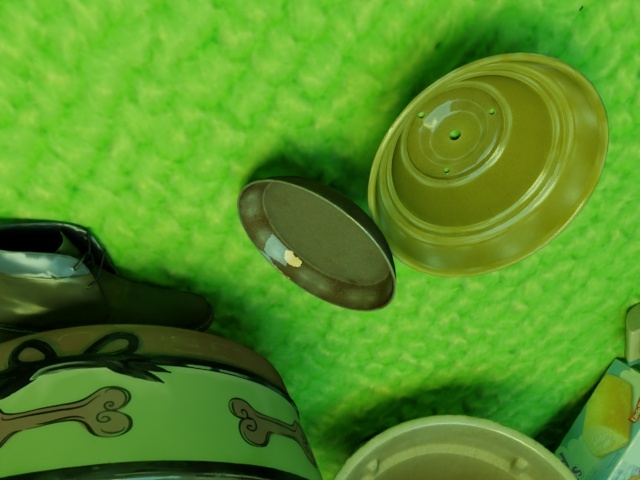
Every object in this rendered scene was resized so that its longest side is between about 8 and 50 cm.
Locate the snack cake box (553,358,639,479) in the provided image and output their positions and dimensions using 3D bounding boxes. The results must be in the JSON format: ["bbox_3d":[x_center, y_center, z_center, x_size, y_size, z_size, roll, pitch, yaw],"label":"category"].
[{"bbox_3d":[0.409,0.314,0.903,0.152,0.089,0.265,27,96,-30],"label":"snack cake box"}]

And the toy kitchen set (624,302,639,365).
[{"bbox_3d":[0.500,0.149,0.805,0.207,0.166,0.122,-19,127,0],"label":"toy kitchen set"}]

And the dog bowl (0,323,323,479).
[{"bbox_3d":[-0.196,0.225,0.632,0.407,0.151,0.408,-6,144,-5],"label":"dog bowl"}]

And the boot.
[{"bbox_3d":[-0.206,0.043,0.598,0.219,0.082,0.106,1,127,-13],"label":"boot"}]

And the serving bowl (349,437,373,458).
[{"bbox_3d":[0.075,0.291,0.883,0.083,0.027,0.083,-8,127,-10],"label":"serving bowl"}]

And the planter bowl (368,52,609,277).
[{"bbox_3d":[0.135,-0.078,0.594,0.217,0.090,0.217,-8,127,-10],"label":"planter bowl"}]

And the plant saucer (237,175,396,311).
[{"bbox_3d":[0.000,0.000,0.599,0.029,0.168,0.169,-53,134,-29],"label":"plant saucer"}]

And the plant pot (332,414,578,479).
[{"bbox_3d":[0.155,0.426,0.820,0.333,0.334,0.306,-12,149,-6],"label":"plant pot"}]
